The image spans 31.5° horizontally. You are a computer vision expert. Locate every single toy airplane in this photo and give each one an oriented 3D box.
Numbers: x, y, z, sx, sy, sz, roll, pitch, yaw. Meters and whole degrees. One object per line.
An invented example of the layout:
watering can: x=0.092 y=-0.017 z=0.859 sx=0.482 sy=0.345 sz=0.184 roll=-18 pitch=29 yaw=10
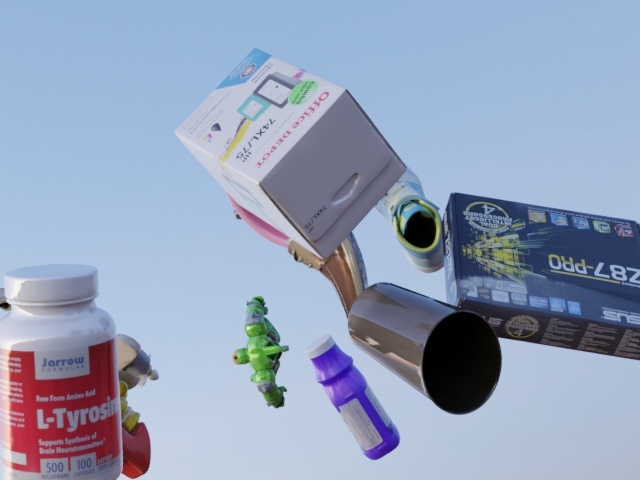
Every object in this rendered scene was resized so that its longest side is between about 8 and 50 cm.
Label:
toy airplane: x=-0.534 y=0.327 z=2.604 sx=0.386 sy=0.384 sz=0.272 roll=19 pitch=34 yaw=33

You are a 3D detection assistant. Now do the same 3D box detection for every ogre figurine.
ogre figurine: x=-0.101 y=0.196 z=2.007 sx=0.097 sy=0.197 sz=0.118 roll=8 pitch=-6 yaw=7

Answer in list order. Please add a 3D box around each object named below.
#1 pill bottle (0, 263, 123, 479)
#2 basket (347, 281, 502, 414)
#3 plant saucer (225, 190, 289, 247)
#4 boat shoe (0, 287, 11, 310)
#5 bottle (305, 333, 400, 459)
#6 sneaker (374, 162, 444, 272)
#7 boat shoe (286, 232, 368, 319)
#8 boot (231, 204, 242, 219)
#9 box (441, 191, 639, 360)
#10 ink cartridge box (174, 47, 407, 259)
pill bottle: x=-0.496 y=0.257 z=2.142 sx=0.229 sy=0.408 sz=0.229 roll=-2 pitch=8 yaw=0
basket: x=0.162 y=0.164 z=1.878 sx=0.154 sy=0.227 sz=0.204 roll=-46 pitch=-53 yaw=-14
plant saucer: x=-0.058 y=-0.138 z=2.508 sx=0.332 sy=0.332 sz=0.084 roll=-31 pitch=13 yaw=39
boat shoe: x=-0.630 y=0.119 z=2.276 sx=0.050 sy=0.045 sz=0.135 roll=-27 pitch=-13 yaw=35
bottle: x=0.067 y=0.336 z=2.454 sx=0.092 sy=0.283 sz=0.118 roll=-32 pitch=10 yaw=0
sneaker: x=0.179 y=-0.090 z=2.469 sx=0.127 sy=0.319 sz=0.208 roll=-34 pitch=-15 yaw=0
boat shoe: x=0.000 y=0.000 z=2.038 sx=0.116 sy=0.324 sz=0.123 roll=-21 pitch=-12 yaw=5
boot: x=-0.174 y=-0.126 z=2.833 sx=0.077 sy=0.137 sz=0.198 roll=-24 pitch=-8 yaw=15
box: x=0.434 y=0.064 z=2.167 sx=0.395 sy=0.318 sz=0.097 roll=10 pitch=-48 yaw=-4
ink cartridge box: x=-0.048 y=-0.139 z=1.769 sx=0.198 sy=0.270 sz=0.197 roll=-48 pitch=-50 yaw=-9
